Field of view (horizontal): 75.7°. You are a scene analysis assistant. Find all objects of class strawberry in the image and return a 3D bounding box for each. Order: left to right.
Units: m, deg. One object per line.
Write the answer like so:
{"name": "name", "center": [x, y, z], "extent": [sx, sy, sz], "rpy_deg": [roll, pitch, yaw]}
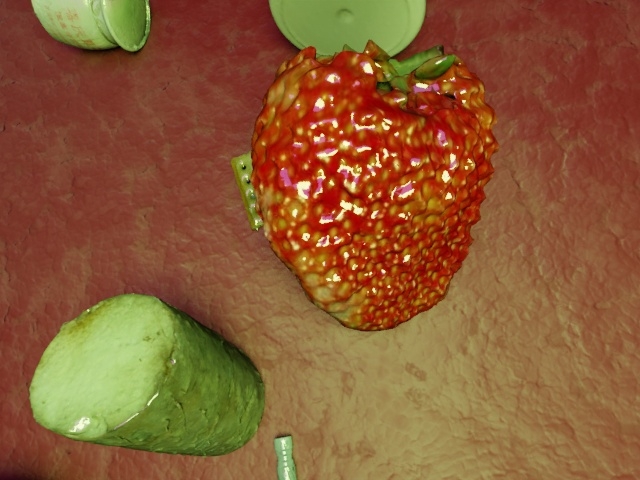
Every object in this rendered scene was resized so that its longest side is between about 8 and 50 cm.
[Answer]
{"name": "strawberry", "center": [0.059, -0.053, 0.523], "extent": [0.311, 0.267, 0.352], "rpy_deg": [-12, 105, -29]}

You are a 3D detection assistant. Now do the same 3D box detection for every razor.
{"name": "razor", "center": [-0.031, 0.376, 0.524], "extent": [0.105, 0.068, 0.232], "rpy_deg": [-10, 68, 2]}

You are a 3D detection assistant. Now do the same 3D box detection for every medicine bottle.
{"name": "medicine bottle", "center": [-0.393, -0.412, 0.721], "extent": [0.142, 0.147, 0.148], "rpy_deg": [9, 76, 6]}
{"name": "medicine bottle", "center": [0.051, -0.439, 0.634], "extent": [0.237, 0.238, 0.232], "rpy_deg": [7, 78, 8]}

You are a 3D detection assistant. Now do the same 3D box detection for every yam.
{"name": "yam", "center": [-0.178, 0.172, 0.494], "extent": [0.161, 0.268, 0.161], "rpy_deg": [-7, 61, 12]}

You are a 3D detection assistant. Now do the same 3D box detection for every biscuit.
{"name": "biscuit", "center": [-0.023, -0.115, 0.670], "extent": [0.231, 0.016, 0.139], "rpy_deg": [-20, 73, 0]}
